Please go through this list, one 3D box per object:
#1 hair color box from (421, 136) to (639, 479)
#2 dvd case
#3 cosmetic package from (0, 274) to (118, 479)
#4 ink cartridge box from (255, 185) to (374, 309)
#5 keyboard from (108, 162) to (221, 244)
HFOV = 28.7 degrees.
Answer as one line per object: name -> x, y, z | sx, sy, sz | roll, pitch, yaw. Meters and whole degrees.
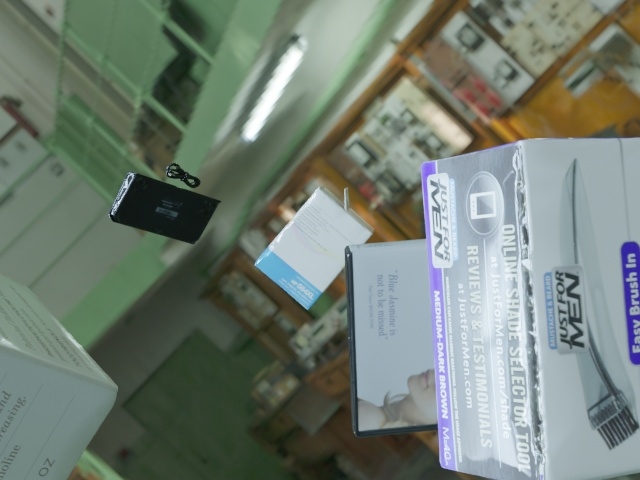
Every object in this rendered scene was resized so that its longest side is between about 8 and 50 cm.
hair color box -> 0.233, 0.032, 0.760 | 0.339, 0.185, 0.110 | -3, -1, -29
dvd case -> 0.150, 0.081, 1.104 | 0.253, 0.180, 0.022 | -5, 19, -6
cosmetic package -> -0.533, 0.188, 1.501 | 0.327, 0.394, 0.329 | 36, 97, 49
ink cartridge box -> 0.000, 0.000, 1.561 | 0.143, 0.090, 0.092 | -49, 1, 6
keyboard -> -0.218, -0.060, 1.801 | 0.180, 0.023, 0.108 | 18, -74, -52
